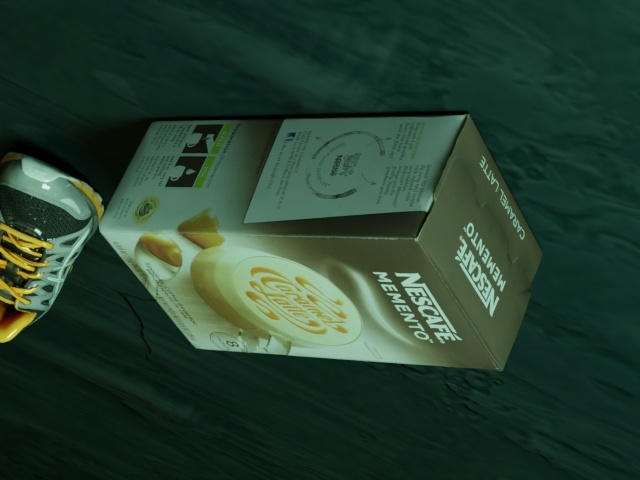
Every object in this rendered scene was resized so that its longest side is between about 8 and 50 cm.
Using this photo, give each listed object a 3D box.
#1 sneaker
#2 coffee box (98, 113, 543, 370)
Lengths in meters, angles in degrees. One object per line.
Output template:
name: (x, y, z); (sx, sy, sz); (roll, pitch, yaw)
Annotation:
sneaker: (-0.223, 0.009, 1.278); (0.084, 0.083, 0.215); (25, 148, 2)
coffee box: (0.000, 0.000, 1.089); (0.246, 0.098, 0.141); (1, 143, 34)
